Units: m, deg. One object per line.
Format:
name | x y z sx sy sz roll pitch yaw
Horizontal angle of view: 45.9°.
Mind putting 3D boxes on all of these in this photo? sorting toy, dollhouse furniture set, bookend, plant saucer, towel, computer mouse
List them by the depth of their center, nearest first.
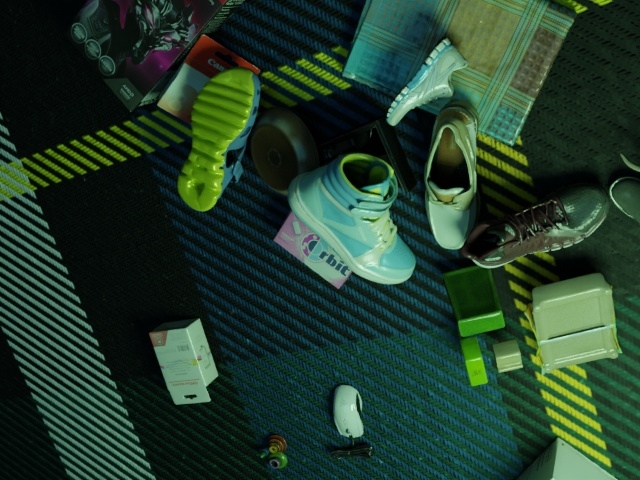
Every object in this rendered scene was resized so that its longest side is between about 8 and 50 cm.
towel | 0.242 -0.365 1.401 0.370 0.040 0.271 26 117 11
dollhouse furniture set | 0.418 0.147 1.502 0.302 0.151 0.197 -14 125 8
bookend | 0.088 -0.151 1.521 0.157 0.072 0.156 -18 101 27
plant saucer | -0.085 -0.175 1.558 0.199 0.036 0.198 26 130 37
computer mouse | 0.063 0.429 1.758 0.106 0.042 0.192 -2 108 24
sorting toy | -0.117 0.529 1.866 0.061 0.042 0.101 9 112 19

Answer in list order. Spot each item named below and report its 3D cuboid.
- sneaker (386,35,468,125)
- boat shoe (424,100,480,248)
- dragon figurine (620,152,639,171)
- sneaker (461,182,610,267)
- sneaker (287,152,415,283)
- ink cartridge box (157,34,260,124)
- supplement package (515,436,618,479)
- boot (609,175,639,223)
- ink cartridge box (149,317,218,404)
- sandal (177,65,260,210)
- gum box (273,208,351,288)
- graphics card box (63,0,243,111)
sneaker | 0.198 -0.276 1.395 0.083 0.071 0.190 38 119 -3
boat shoe | 0.243 -0.107 1.441 0.113 0.103 0.302 6 121 23
dragon figurine | 0.676 -0.148 1.277 0.289 0.144 0.085 -7 109 44
sneaker | 0.385 -0.021 1.383 0.281 0.163 0.106 -30 75 25
sneaker | 0.108 -0.041 1.460 0.319 0.127 0.208 37 141 -21
ink cartridge box | -0.232 -0.316 1.570 0.145 0.045 0.179 28 125 -26
supplement package | 0.505 0.568 1.570 0.194 0.149 0.203 35 119 7
boot | 0.579 -0.024 1.291 0.190 0.208 0.076 38 117 5
ink cartridge box | -0.329 0.298 1.855 0.115 0.067 0.198 -10 103 25
sandal | -0.200 -0.218 1.570 0.126 0.138 0.317 34 120 13
gum box | 0.000 0.000 1.616 0.188 0.062 0.107 36 118 6
graphics card box | -0.343 -0.474 1.566 0.371 0.094 0.232 -39 92 29
